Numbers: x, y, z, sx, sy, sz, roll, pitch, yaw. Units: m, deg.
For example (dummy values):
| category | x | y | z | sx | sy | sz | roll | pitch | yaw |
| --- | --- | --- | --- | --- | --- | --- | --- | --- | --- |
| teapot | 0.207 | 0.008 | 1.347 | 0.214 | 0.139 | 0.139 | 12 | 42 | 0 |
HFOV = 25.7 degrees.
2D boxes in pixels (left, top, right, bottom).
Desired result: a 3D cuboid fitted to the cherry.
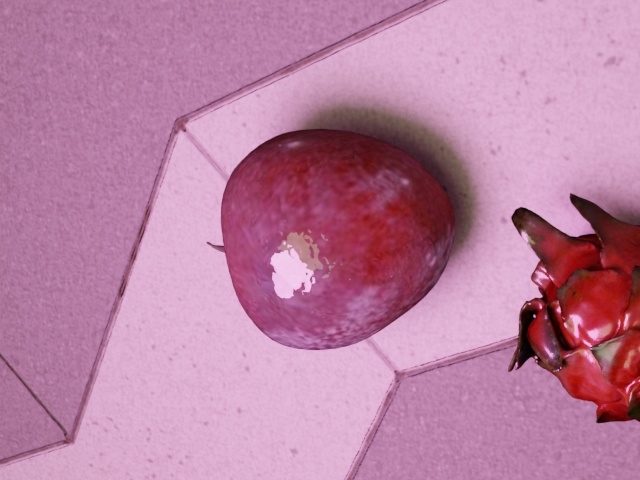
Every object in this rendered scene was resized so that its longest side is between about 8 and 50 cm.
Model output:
| category | x | y | z | sx | sy | sz | roll | pitch | yaw |
| --- | --- | --- | --- | --- | --- | --- | --- | --- | --- |
| cherry | 0.000 | 0.000 | 1.511 | 0.286 | 0.213 | 0.236 | -4 | 116 | 22 |

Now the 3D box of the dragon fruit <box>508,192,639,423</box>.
| category | x | y | z | sx | sy | sz | roll | pitch | yaw |
| --- | --- | --- | --- | --- | --- | --- | --- | --- | --- |
| dragon fruit | 0.294 | 0.070 | 1.385 | 0.274 | 0.193 | 0.192 | 47 | 125 | 35 |
